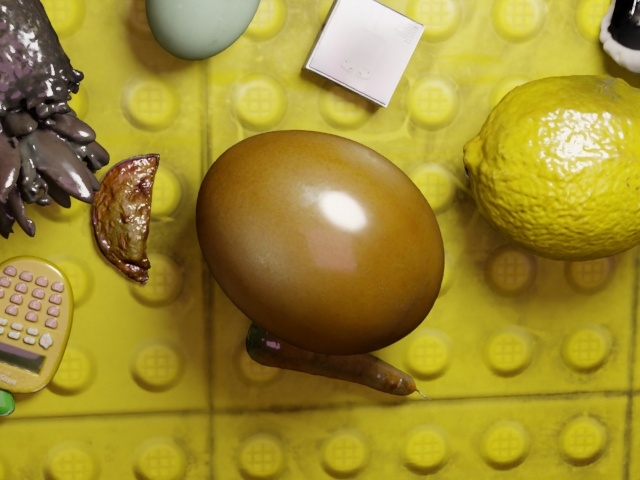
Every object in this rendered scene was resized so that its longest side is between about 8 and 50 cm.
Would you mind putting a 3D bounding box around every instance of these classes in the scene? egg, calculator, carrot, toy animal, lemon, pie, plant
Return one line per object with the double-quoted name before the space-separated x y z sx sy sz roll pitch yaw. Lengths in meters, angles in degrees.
"egg" 0.000 0.000 1.315 0.351 0.282 0.282 34 93 -2
"calculator" -0.435 0.135 1.398 0.146 0.032 0.234 20 94 -11
"carrot" 0.032 0.184 1.459 0.298 0.078 0.078 21 95 -14
"egg" -0.155 -0.333 1.305 0.149 0.149 0.192 22 94 -11
"toy animal" 0.521 -0.314 1.409 0.204 0.156 0.208 23 103 -13
"lemon" 0.358 -0.098 1.362 0.322 0.268 0.268 -2 99 -4
"pie" -0.280 -0.032 1.395 0.088 0.033 0.191 5 98 -5
"plant" -0.393 -0.171 1.275 0.182 0.194 0.320 -22 99 -1

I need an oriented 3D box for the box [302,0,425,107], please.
"box" 0.061 -0.275 1.398 0.130 0.051 0.129 25 95 -10
